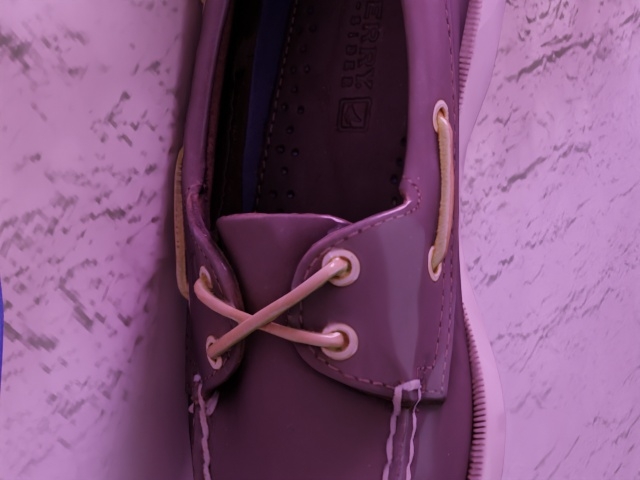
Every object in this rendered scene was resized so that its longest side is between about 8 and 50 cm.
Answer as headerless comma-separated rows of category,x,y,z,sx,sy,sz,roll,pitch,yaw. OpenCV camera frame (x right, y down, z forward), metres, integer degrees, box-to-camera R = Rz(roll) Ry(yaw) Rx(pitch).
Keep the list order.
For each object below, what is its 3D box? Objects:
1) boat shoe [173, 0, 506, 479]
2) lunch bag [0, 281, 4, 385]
boat shoe,0.000,0.000,0.606,0.096,0.116,0.324,28,65,-57
lunch bag,-0.152,0.055,0.323,0.219,0.090,0.176,6,90,-64
